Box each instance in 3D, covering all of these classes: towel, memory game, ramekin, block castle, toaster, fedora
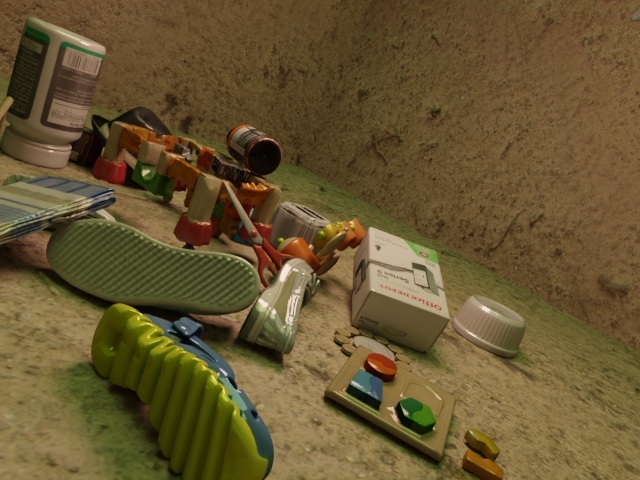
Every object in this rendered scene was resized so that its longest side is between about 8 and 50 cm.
[{"bbox_3d":[-0.520,-0.050,0.874,0.209,0.034,0.285,13,26,24],"label":"towel"},{"bbox_3d":[0.113,0.236,1.122,0.186,0.012,0.186,22,12,-5],"label":"memory game"},{"bbox_3d":[0.510,0.248,1.555,0.207,0.109,0.207,22,12,-5],"label":"ramekin"},{"bbox_3d":[-0.351,-0.126,1.362,0.453,0.213,0.303,30,16,32],"label":"block castle"},{"bbox_3d":[-0.064,-0.020,1.566,0.129,0.147,0.227,9,19,-46],"label":"toaster"},{"bbox_3d":[-0.561,-0.319,1.667,0.334,0.152,0.334,50,5,-6],"label":"fedora"}]

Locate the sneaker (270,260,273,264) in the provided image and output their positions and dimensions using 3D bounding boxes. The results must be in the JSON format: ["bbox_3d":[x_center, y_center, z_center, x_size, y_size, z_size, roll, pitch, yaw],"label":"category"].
[{"bbox_3d":[-0.093,0.056,1.424,0.059,0.053,0.144,25,21,9],"label":"sneaker"}]

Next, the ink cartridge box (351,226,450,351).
[{"bbox_3d":[0.197,0.117,1.326,0.211,0.122,0.289,20,32,-8],"label":"ink cartridge box"}]

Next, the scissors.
[{"bbox_3d":[-0.149,0.005,1.175,0.297,0.109,0.021,50,-26,-18],"label":"scissors"}]

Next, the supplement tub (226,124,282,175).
[{"bbox_3d":[-0.189,-0.252,1.415,0.106,0.106,0.198,14,16,-36],"label":"supplement tub"}]

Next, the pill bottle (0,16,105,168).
[{"bbox_3d":[-0.742,-0.397,1.431,0.204,0.361,0.204,22,12,-5],"label":"pill bottle"}]

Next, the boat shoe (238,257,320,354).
[{"bbox_3d":[-0.064,0.128,1.045,0.103,0.118,0.320,30,17,3],"label":"boat shoe"}]

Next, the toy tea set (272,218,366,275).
[{"bbox_3d":[0.000,0.000,1.375,0.124,0.200,0.336,47,17,11],"label":"toy tea set"}]

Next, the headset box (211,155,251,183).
[{"bbox_3d":[-0.212,-0.166,1.210,0.083,0.032,0.062,16,15,-29],"label":"headset box"}]

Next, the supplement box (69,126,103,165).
[{"bbox_3d":[-0.780,-0.315,1.616,0.188,0.104,0.081,24,11,4],"label":"supplement box"}]

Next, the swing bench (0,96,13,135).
[{"bbox_3d":[-0.860,-0.262,1.138,0.253,0.165,0.255,19,19,-22],"label":"swing bench"}]

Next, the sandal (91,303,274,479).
[{"bbox_3d":[-0.156,0.178,0.653,0.317,0.126,0.138,35,13,37],"label":"sandal"}]

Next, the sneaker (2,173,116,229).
[{"bbox_3d":[-0.537,-0.063,1.084,0.232,0.090,0.115,30,4,-10],"label":"sneaker"}]

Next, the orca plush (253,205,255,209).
[{"bbox_3d":[-0.286,-0.152,1.820,0.287,0.102,0.151,24,13,5],"label":"orca plush"}]

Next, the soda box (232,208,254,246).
[{"bbox_3d":[-0.234,-0.054,1.578,0.067,0.071,0.210,18,14,-20],"label":"soda box"}]

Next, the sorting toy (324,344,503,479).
[{"bbox_3d":[0.177,0.291,0.913,0.307,0.041,0.229,27,17,14],"label":"sorting toy"}]

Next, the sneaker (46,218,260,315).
[{"bbox_3d":[-0.291,0.069,0.930,0.365,0.135,0.150,17,-20,-2],"label":"sneaker"}]
